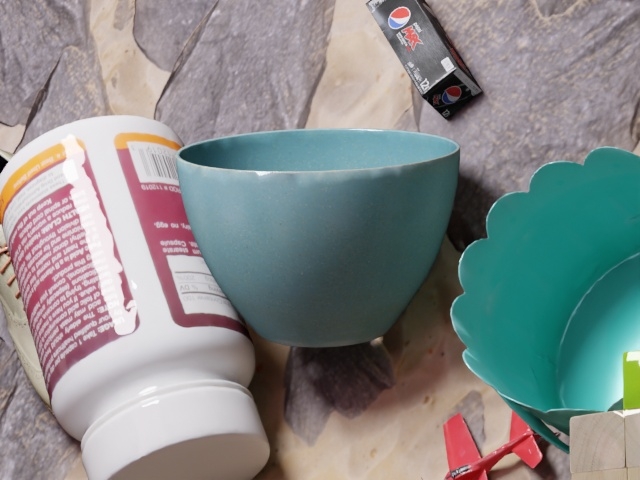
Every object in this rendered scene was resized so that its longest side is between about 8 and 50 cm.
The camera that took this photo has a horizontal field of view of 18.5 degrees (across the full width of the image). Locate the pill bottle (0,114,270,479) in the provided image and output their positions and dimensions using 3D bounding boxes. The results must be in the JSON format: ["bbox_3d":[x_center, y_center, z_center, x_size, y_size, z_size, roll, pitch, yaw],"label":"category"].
[{"bbox_3d":[-0.198,0.082,2.096,0.224,0.224,0.392,-30,60,18],"label":"pill bottle"}]

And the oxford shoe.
[{"bbox_3d":[-0.335,0.054,2.283,0.140,0.146,0.397,-36,49,10],"label":"oxford shoe"}]

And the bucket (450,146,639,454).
[{"bbox_3d":[0.282,0.070,1.800,0.281,0.183,0.281,-18,55,28],"label":"bucket"}]

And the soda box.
[{"bbox_3d":[0.114,-0.215,2.177,0.053,0.060,0.169,-38,49,13],"label":"soda box"}]

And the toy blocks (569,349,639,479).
[{"bbox_3d":[0.303,0.309,1.607,0.191,0.261,0.381,-10,66,29],"label":"toy blocks"}]

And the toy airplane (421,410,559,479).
[{"bbox_3d":[0.162,0.218,1.904,0.151,0.028,0.151,-19,53,27],"label":"toy airplane"}]

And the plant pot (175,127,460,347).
[{"bbox_3d":[0.000,0.000,2.019,0.290,0.290,0.195,8,105,39],"label":"plant pot"}]
